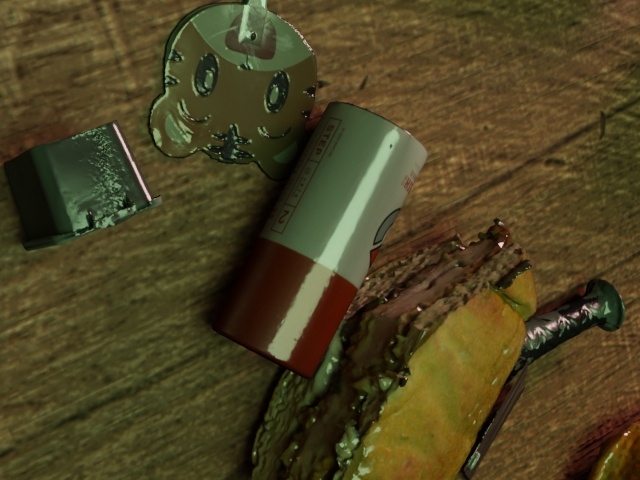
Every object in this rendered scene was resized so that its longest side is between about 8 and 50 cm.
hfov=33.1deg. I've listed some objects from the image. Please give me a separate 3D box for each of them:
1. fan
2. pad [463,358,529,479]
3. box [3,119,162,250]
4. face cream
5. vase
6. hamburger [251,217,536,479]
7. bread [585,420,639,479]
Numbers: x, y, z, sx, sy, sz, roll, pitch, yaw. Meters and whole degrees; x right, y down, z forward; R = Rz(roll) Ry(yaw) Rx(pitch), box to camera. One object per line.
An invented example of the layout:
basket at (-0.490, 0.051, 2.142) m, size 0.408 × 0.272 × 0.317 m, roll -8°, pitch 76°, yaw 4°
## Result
fan at (-0.056, -0.167, 0.883) m, size 0.152 × 0.008 × 0.227 m, roll 9°, pitch 95°, yaw -32°
pad at (0.167, 0.173, 1.005) m, size 0.113 × 0.006 × 0.188 m, roll -58°, pitch 164°, yaw -9°
box at (-0.176, -0.039, 0.770) m, size 0.084 × 0.122 × 0.069 m, roll -25°, pitch 99°, yaw -28°
face cream at (0.000, 0.000, 0.895) m, size 0.096 × 0.096 × 0.214 m, roll 32°, pitch 81°, yaw -32°
vase at (0.228, 0.091, 1.075) m, size 0.167 × 0.059 × 0.059 m, roll -21°, pitch 109°, yaw -28°
hamburger at (0.069, 0.130, 0.927) m, size 0.282 × 0.155 × 0.245 m, roll -18°, pitch 111°, yaw -33°
bread at (0.380, 0.259, 1.148) m, size 0.229 × 0.143 × 0.139 m, roll -23°, pitch 110°, yaw -29°
